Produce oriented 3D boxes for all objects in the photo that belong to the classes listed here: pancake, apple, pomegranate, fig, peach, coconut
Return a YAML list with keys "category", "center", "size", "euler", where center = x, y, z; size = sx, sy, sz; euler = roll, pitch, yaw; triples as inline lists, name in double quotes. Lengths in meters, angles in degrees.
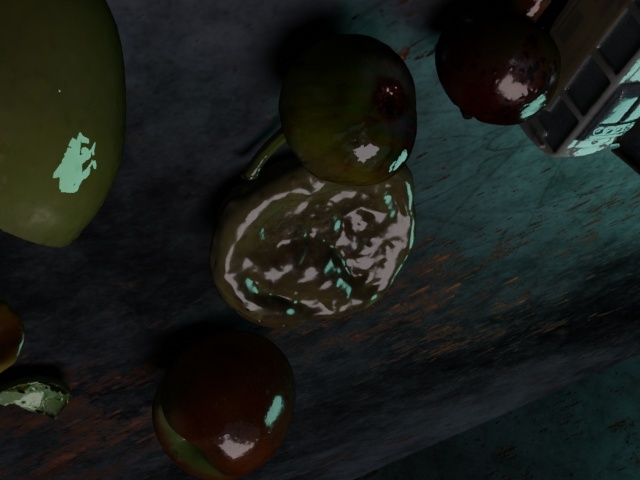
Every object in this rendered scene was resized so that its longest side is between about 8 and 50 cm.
- category: "pancake"
  center: [0.000, 0.000, 1.032]
  size: [0.294, 0.049, 0.294]
  euler: [-13, 130, -17]
- category: "apple"
  center: [-0.263, -0.095, 0.493]
  size: [0.292, 0.292, 0.254]
  euler: [-21, 178, 3]
- category: "pomegranate"
  center: [0.190, -0.188, 0.806]
  size: [0.129, 0.129, 0.159]
  euler: [2, 147, -38]
- category: "fig"
  center: [-0.006, -0.115, 0.836]
  size: [0.149, 0.149, 0.245]
  euler: [0, 171, -36]
- category: "peach"
  center: [-0.155, 0.271, 1.354]
  size: [0.252, 0.252, 0.252]
  euler: [-16, 154, -8]
- category: "coconut"
  center: [-0.459, 0.243, 1.274]
  size: [0.133, 0.055, 0.158]
  euler: [-28, 155, 13]

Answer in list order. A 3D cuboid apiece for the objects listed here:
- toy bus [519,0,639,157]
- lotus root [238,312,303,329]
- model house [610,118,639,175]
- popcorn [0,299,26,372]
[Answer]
- category: "toy bus"
  center: [0.312, -0.223, 0.811]
  size: [0.097, 0.138, 0.342]
  euler: [-11, 151, -24]
- category: "lotus root"
  center: [-0.064, 0.070, 1.148]
  size: [0.122, 0.112, 0.081]
  euler: [-35, 150, 29]
- category: "model house"
  center: [0.505, -0.171, 1.088]
  size: [0.219, 0.207, 0.136]
  euler: [-14, -174, -20]
- category: "popcorn"
  center: [-0.450, 0.089, 0.816]
  size: [0.332, 0.225, 0.265]
  euler: [-8, 150, 28]
